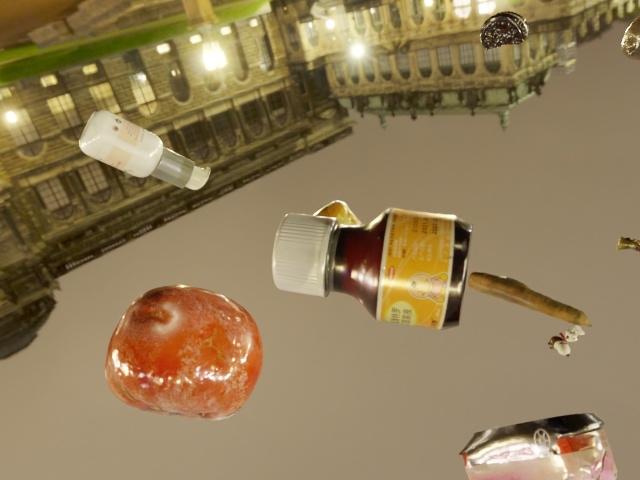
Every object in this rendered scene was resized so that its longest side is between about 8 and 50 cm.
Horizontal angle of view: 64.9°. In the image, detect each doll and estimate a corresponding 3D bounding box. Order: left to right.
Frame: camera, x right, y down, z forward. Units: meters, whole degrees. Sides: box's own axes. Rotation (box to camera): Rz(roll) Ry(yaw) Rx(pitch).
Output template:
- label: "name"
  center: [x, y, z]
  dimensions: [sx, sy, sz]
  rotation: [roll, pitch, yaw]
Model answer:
- label: "doll"
  center: [0.592, 0.238, 1.218]
  dimensions: [0.040, 0.085, 0.058]
  rotation: [8, -159, -31]

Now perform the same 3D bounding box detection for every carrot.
- label: "carrot"
  center: [0.586, 0.162, 1.421]
  dimensions: [0.343, 0.070, 0.070]
  rotation: [21, -140, 27]

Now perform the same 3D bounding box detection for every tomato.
- label: "tomato"
  center: [-0.201, 0.167, 0.760]
  dimensions: [0.232, 0.232, 0.188]
  rotation: [-3, -119, 25]

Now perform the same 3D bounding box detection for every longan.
- label: "longan"
  center: [0.694, -0.432, 1.068]
  dimensions: [0.113, 0.092, 0.113]
  rotation: [-41, 180, 0]

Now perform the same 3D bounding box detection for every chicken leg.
- label: "chicken leg"
  center: [0.760, 0.011, 1.119]
  dimensions: [0.178, 0.070, 0.093]
  rotation: [5, -178, 23]

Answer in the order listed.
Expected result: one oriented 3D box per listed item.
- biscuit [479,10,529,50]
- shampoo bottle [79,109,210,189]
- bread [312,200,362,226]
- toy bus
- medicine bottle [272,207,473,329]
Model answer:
- label: "biscuit"
  center: [0.356, -0.403, 0.981]
  dimensions: [0.087, 0.089, 0.027]
  rotation: [28, -119, 10]
- label: "shampoo bottle"
  center: [-0.271, -0.131, 0.791]
  dimensions: [0.074, 0.192, 0.073]
  rotation: [-33, -137, 39]
- label: "bread"
  center: [0.000, 0.000, 1.423]
  dimensions: [0.269, 0.145, 0.268]
  rotation: [-35, 179, 0]
- label: "toy bus"
  center: [0.421, 0.431, 0.986]
  dimensions: [0.128, 0.147, 0.303]
  rotation: [2, 154, -29]
- label: "medicine bottle"
  center: [0.107, 0.050, 1.049]
  dimensions: [0.396, 0.242, 0.242]
  rotation: [5, -150, 14]
